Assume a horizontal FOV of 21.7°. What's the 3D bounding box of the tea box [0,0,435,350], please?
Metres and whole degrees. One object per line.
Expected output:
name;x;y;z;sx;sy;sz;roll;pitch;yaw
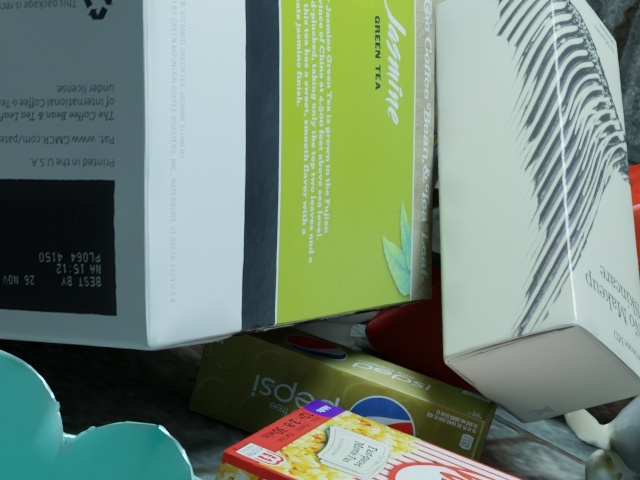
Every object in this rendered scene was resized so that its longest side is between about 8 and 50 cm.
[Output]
tea box;-0.143;-0.063;1.012;0.329;0.220;0.323;2;3;29

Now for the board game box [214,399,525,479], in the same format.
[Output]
board game box;0.054;0.153;0.909;0.193;0.045;0.147;20;12;16

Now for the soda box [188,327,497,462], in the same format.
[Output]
soda box;0.014;0.103;1.045;0.181;0.061;0.058;19;12;12

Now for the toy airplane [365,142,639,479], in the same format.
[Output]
toy airplane;0.275;0.031;1.238;0.386;0.272;0.384;-28;21;-26

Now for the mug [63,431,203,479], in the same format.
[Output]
mug;-0.095;0.138;0.636;0.129;0.097;0.158;18;11;10

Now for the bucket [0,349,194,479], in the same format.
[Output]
bucket;-0.151;0.103;0.381;0.281;0.183;0.281;24;-1;1

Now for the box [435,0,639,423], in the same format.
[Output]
box;0.138;-0.033;1.067;0.094;0.275;0.113;-19;-35;28

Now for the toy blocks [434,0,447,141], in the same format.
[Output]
toy blocks;0.046;-0.131;1.374;0.191;0.381;0.261;49;11;12

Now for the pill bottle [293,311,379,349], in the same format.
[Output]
pill bottle;0.000;0.000;1.183;0.112;0.186;0.112;14;7;-2
